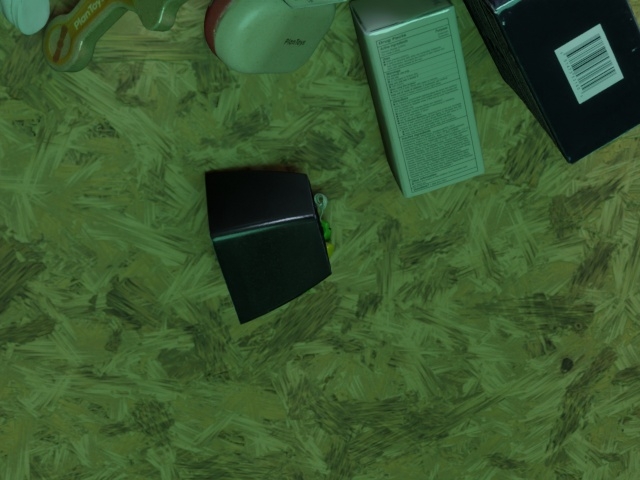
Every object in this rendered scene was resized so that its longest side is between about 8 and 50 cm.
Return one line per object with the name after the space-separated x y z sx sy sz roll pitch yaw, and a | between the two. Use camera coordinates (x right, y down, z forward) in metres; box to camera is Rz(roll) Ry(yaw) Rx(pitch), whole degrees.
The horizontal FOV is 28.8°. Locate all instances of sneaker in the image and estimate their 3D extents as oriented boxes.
-0.429 -0.393 1.729 0.080 0.094 0.212 -36 150 -43 | sneaker

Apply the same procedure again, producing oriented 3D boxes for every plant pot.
-0.080 -0.007 2.011 0.167 0.188 0.187 -14 126 3 | plant pot

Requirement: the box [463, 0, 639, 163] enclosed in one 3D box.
0.337 -0.328 1.838 0.183 0.294 0.296 -31 126 5 | box

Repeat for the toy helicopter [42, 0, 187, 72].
-0.282 -0.373 1.733 0.355 0.235 0.140 -39 162 30 | toy helicopter

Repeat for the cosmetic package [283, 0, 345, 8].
0.017 -0.474 1.668 0.153 0.129 0.296 40 70 -32 | cosmetic package

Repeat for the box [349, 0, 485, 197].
0.154 -0.238 1.961 0.148 0.121 0.311 -17 126 -2 | box

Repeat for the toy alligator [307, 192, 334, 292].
0.000 0.000 2.136 0.051 0.056 0.189 -28 135 -53 | toy alligator

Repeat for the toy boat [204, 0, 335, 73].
-0.093 -0.337 1.825 0.151 0.151 0.231 -55 161 23 | toy boat
